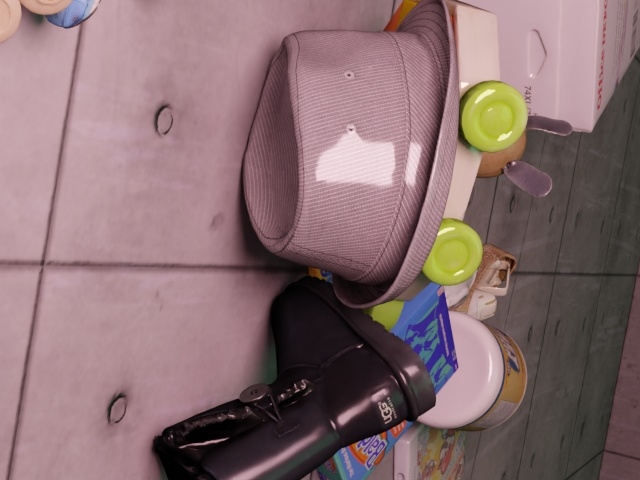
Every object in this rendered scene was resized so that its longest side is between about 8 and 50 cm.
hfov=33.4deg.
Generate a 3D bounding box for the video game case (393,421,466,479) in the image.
[{"bbox_3d":[0.159,0.308,1.512,0.227,0.026,0.206,-40,135,-54],"label":"video game case"}]

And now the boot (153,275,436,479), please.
[{"bbox_3d":[-0.048,0.128,0.901,0.207,0.246,0.094,-25,114,-18],"label":"boot"}]

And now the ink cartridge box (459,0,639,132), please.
[{"bbox_3d":[0.278,-0.290,1.312,0.270,0.197,0.198,-51,144,-45],"label":"ink cartridge box"}]

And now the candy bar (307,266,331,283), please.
[{"bbox_3d":[0.000,0.000,1.061,0.040,0.018,0.161,-36,133,-56],"label":"candy bar"}]

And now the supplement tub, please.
[{"bbox_3d":[0.182,0.170,1.363,0.200,0.144,0.144,25,77,-64],"label":"supplement tub"}]

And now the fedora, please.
[{"bbox_3d":[0.013,-0.082,0.879,0.244,0.124,0.275,138,-41,-61],"label":"fedora"}]

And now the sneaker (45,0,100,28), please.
[{"bbox_3d":[-0.177,-0.182,0.587,0.073,0.063,0.162,-44,138,-22],"label":"sneaker"}]

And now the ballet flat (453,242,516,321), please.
[{"bbox_3d":[0.224,0.071,1.501,0.206,0.067,0.073,-52,146,-44],"label":"ballet flat"}]

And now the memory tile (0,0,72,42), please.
[{"bbox_3d":[-0.190,-0.161,0.535,0.113,0.012,0.148,-31,135,-16],"label":"memory tile"}]

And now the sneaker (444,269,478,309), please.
[{"bbox_3d":[0.141,0.035,1.281,0.258,0.094,0.091,25,73,-65],"label":"sneaker"}]

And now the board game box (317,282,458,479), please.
[{"bbox_3d":[0.066,0.156,1.168,0.210,0.047,0.160,-45,142,-25],"label":"board game box"}]

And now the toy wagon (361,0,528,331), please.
[{"bbox_3d":[0.078,-0.049,0.980,0.267,0.068,0.344,-123,-133,-67],"label":"toy wagon"}]

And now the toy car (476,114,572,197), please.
[{"bbox_3d":[0.179,-0.104,1.192,0.155,0.189,0.149,-68,153,-22],"label":"toy car"}]
